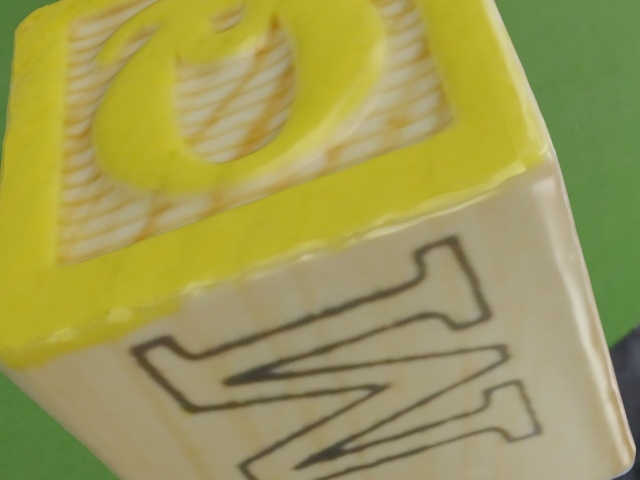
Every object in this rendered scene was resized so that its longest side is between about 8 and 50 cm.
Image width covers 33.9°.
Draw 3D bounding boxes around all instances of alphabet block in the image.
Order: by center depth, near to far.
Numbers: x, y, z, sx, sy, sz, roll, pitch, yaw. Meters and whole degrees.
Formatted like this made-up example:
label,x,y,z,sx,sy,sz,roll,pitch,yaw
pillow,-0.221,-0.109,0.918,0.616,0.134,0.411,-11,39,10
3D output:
label,x,y,z,sx,sy,sz,roll,pitch,yaw
alphabet block,0.000,0.000,0.438,0.197,0.193,0.192,60,13,-47
